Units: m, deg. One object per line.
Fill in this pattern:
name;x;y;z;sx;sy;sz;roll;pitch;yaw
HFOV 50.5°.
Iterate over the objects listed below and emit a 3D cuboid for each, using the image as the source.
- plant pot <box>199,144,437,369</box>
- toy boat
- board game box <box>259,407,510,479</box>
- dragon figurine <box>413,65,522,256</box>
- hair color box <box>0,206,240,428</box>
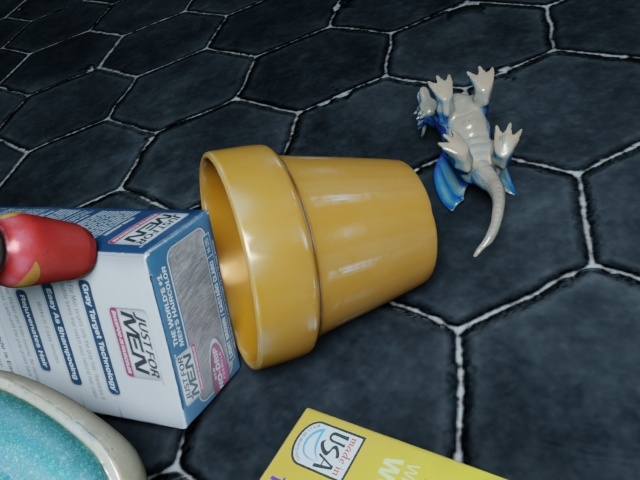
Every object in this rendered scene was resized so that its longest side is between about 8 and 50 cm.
plant pot;0.000;0.000;0.653;0.188;0.205;0.205;-13;37;-17
toy boat;-0.248;0.132;0.496;0.267;0.318;0.148;7;2;26
board game box;0.069;0.237;0.329;0.316;0.064;0.242;10;47;32
dragon figurine;0.169;-0.090;0.760;0.085;0.144;0.289;-14;58;4
hair color box;-0.264;0.063;0.674;0.347;0.174;0.105;3;25;25
